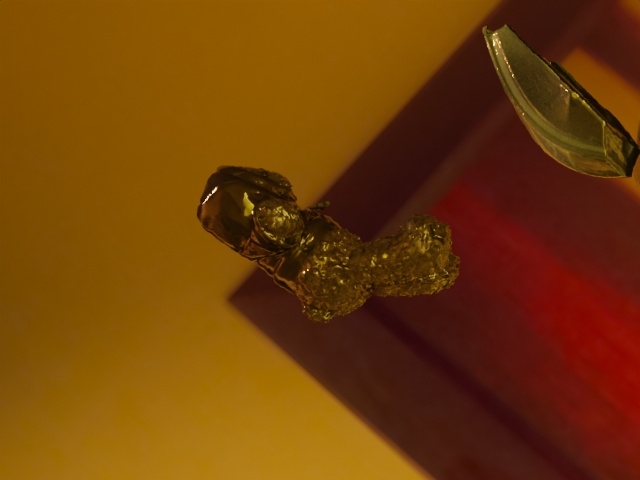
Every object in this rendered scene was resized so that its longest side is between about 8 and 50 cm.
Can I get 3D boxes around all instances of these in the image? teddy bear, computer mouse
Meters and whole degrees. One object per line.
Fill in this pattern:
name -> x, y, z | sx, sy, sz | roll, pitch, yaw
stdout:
teddy bear -> -0.001, 0.009, 1.125 | 0.160, 0.078, 0.119 | 19, -9, 14
computer mouse -> 0.234, -0.136, 1.911 | 0.231, 0.071, 0.126 | 50, 15, 32

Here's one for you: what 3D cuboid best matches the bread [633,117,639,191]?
bread -> 0.489, -0.118, 1.967 | 0.333, 0.333, 0.160 | 57, 24, -59
